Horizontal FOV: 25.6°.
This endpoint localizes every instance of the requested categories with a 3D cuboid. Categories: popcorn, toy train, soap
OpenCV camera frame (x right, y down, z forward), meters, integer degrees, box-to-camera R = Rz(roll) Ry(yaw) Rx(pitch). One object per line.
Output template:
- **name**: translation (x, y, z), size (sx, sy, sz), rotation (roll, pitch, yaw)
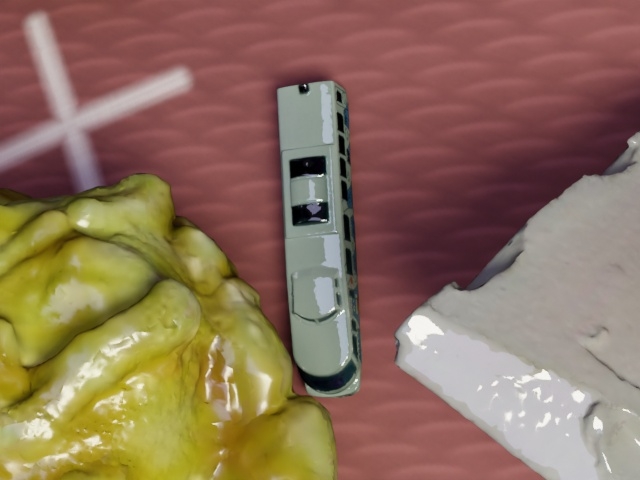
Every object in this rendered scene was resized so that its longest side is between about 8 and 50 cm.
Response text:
- **popcorn**: translation (-0.160, 0.103, 0.842), size (0.274, 0.279, 0.335), rotation (-68, 29, 28)
- **toy train**: translation (0.000, 0.000, 0.934), size (0.043, 0.047, 0.208), rotation (-6, 81, 18)
- **soap**: translation (0.204, 0.007, 0.760), size (0.159, 0.258, 0.302), rotation (42, 96, 18)
